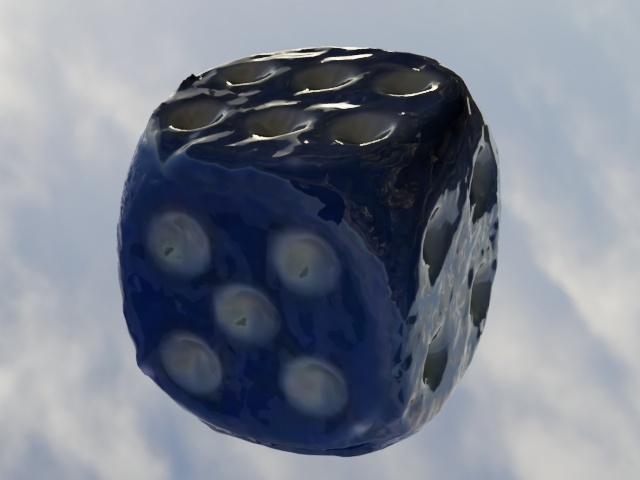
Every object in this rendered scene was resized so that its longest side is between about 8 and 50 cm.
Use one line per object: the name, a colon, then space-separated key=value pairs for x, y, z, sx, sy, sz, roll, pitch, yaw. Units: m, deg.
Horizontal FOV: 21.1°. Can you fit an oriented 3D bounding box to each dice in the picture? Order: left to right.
dice: x=0.000 y=0.000 z=0.774 sx=0.143 sy=0.146 sz=0.146 roll=8 pitch=-149 yaw=22
